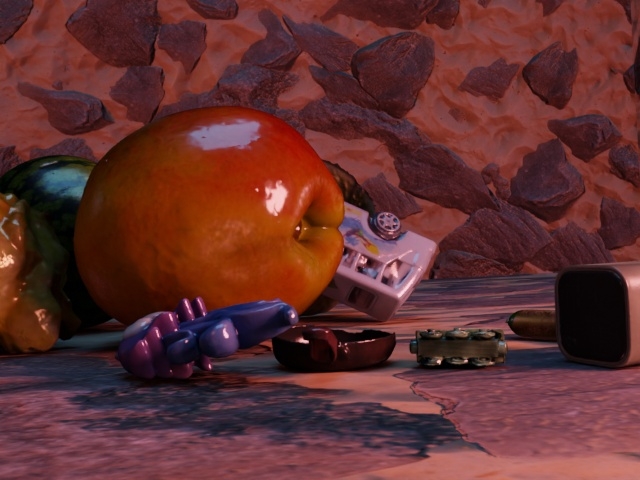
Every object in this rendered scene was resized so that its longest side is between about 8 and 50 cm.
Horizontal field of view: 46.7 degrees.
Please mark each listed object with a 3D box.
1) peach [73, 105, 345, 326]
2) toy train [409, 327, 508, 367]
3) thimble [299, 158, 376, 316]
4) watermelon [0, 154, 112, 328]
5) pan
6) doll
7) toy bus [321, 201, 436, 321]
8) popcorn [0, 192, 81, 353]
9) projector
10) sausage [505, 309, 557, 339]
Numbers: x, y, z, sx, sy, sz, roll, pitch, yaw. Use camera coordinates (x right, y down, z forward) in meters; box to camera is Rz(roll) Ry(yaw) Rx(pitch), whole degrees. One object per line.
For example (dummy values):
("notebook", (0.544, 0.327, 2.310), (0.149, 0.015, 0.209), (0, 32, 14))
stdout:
("peach", (-0.141, -0.015, 0.899), (0.332, 0.308, 0.308), (-8, -3, 22))
("toy train", (0.120, 0.092, 0.642), (0.083, 0.033, 0.053), (-3, -5, 17))
("thimble", (-0.049, -0.014, 1.282), (0.270, 0.271, 0.150), (-2, -42, -22))
("watermelon", (-0.405, 0.003, 1.189), (0.285, 0.285, 0.285), (-2, -1, 0))
("pan", (0.008, 0.092, 0.630), (0.114, 0.040, 0.212), (-1, -6, 5))
("doll", (-0.100, 0.080, 0.629), (0.205, 0.067, 0.110), (-16, 3, 29))
("toy bus", (0.000, 0.000, 1.107), (0.329, 0.136, 0.109), (24, -39, 1))
("popcorn", (-0.401, 0.028, 0.903), (0.266, 0.192, 0.233), (40, -17, 6))
("projector", (0.258, 0.060, 0.627), (0.082, 0.083, 0.083), (-2, -1, -25))
("sausage", (0.291, 0.087, 0.736), (0.032, 0.033, 0.269), (-1, -2, -36))
